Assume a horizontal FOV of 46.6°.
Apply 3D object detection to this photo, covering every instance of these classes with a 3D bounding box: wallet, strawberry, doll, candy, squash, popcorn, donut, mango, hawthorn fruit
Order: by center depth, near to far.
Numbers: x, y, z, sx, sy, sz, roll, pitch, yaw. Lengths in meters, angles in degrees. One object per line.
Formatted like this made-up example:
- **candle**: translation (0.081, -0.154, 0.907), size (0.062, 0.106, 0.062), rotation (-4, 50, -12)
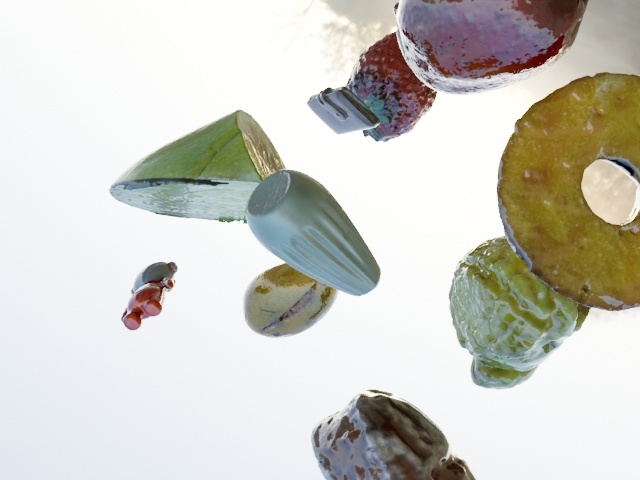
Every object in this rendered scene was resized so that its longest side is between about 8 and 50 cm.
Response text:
- **hawthorn fruit**: translation (0.244, -0.302, 0.936), size (0.300, 0.254, 0.254), rotation (12, -167, 22)
- **donut**: translation (0.371, -0.063, 0.979), size (0.303, 0.303, 0.110), rotation (32, -174, 0)
- **candy**: translation (0.121, 0.324, 0.980), size (0.289, 0.157, 0.214), rotation (46, -161, 5)
- **popcorn**: translation (0.308, 0.101, 1.226), size (0.173, 0.286, 0.225), rotation (-10, -122, -17)
- **squash**: translation (-0.231, -0.089, 1.359), size (0.210, 0.309, 0.233), rotation (67, -168, 20)
- **wallet**: translation (0.040, -0.257, 1.488), size (0.118, 0.039, 0.152), rotation (40, 165, -22)
- **doll**: translation (-0.363, 0.106, 1.591), size (0.076, 0.142, 0.245), rotation (54, -171, -18)
- **mango**: translation (-0.063, 0.124, 1.669), size (0.177, 0.295, 0.120), rotation (39, -141, -16)
- **strawberry**: translation (0.203, -0.409, 1.933), size (0.239, 0.288, 0.250), rotation (54, 158, -9)

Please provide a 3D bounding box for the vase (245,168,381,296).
- **vase**: translation (0.000, 0.000, 1.135), size (0.248, 0.128, 0.128), rotation (42, -168, -35)
